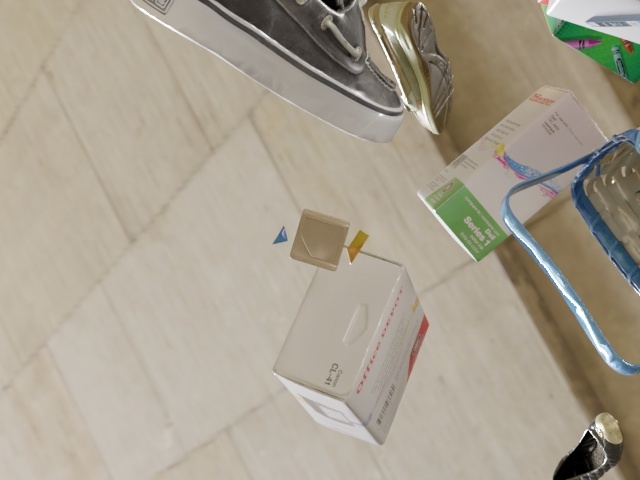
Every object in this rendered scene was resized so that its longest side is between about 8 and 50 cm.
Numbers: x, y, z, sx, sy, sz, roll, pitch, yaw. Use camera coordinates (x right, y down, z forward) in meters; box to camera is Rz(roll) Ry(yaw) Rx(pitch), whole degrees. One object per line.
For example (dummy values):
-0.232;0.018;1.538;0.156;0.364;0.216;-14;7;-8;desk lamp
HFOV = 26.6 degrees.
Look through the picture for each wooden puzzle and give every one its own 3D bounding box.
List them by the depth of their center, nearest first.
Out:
0.000;0.000;1.839;0.014;0.116;0.078;124;170;-82;wooden puzzle

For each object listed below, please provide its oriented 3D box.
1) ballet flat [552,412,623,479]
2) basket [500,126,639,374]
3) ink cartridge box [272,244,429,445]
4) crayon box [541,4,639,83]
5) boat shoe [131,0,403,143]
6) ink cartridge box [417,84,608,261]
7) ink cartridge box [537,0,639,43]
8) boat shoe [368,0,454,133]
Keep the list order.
0.340;0.272;1.710;0.049;0.057;0.173;-14;-32;-19;ballet flat
0.386;-0.004;1.582;0.289;0.254;0.201;-25;-16;-26;basket
0.056;0.163;2.068;0.226;0.131;0.306;-66;-20;-15;ink cartridge box
0.443;-0.380;2.194;0.081;0.165;0.278;-54;18;28;crayon box
-0.012;-0.157;0.983;0.102;0.108;0.301;-56;-37;8;boat shoe
0.304;-0.111;2.156;0.278;0.117;0.201;-40;9;4;ink cartridge box
0.452;-0.292;1.827;0.296;0.066;0.261;17;-10;-2;ink cartridge box
0.088;-0.165;1.294;0.048;0.153;0.056;8;55;30;boat shoe
